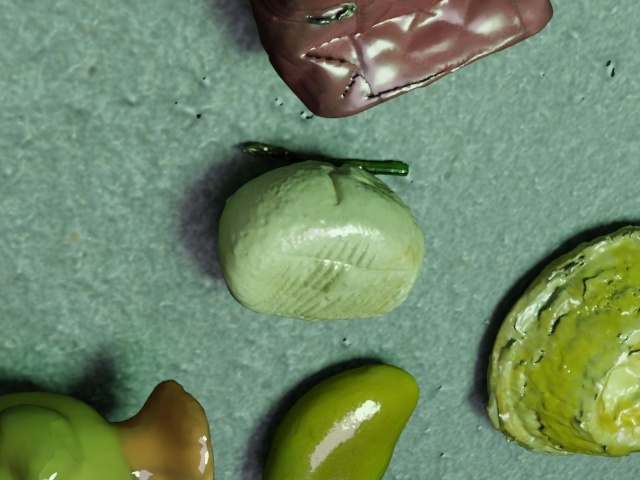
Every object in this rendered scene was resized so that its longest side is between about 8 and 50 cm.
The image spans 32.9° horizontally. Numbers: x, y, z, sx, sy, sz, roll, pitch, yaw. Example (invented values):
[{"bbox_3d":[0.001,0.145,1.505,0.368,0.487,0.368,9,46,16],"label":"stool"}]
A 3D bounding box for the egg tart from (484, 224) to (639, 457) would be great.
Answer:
[{"bbox_3d":[0.322,0.129,1.131,0.315,0.120,0.315,-11,123,-17],"label":"egg tart"}]

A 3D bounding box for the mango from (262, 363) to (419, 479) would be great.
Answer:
[{"bbox_3d":[0.012,0.199,1.062,0.122,0.085,0.191,20,101,-22],"label":"mango"}]

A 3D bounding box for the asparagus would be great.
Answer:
[{"bbox_3d":[0.004,-0.068,0.927,0.163,0.016,0.016,6,144,-27],"label":"asparagus"}]

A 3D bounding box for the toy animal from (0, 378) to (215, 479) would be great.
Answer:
[{"bbox_3d":[-0.256,0.223,0.877,0.338,0.191,0.216,-14,121,-21],"label":"toy animal"}]

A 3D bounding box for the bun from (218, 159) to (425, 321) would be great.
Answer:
[{"bbox_3d":[0.000,0.000,0.913,0.188,0.111,0.164,8,140,-27],"label":"bun"}]

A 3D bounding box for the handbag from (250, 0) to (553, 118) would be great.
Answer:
[{"bbox_3d":[0.057,-0.195,0.788,0.225,0.146,0.135,-24,133,-10],"label":"handbag"}]
